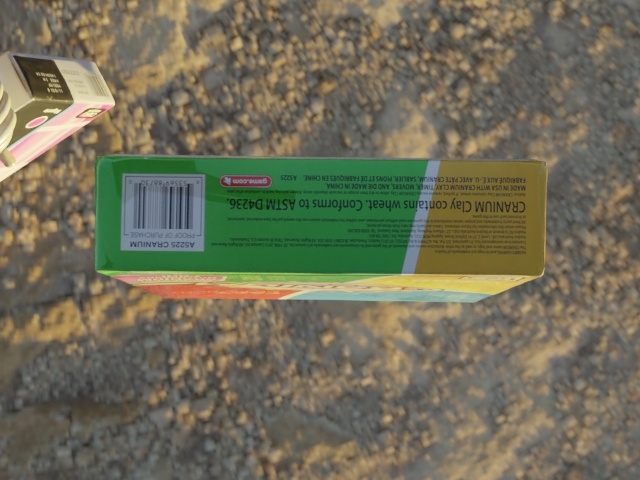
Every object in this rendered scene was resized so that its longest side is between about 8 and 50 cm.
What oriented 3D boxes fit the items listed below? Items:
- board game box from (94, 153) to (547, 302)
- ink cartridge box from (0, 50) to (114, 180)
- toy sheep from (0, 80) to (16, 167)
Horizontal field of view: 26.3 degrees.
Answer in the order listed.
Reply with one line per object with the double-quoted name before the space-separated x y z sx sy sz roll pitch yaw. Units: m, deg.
"board game box" 0.000 0.000 0.876 0.242 0.316 0.064 1 85 1
"ink cartridge box" -0.407 -0.077 1.439 0.371 0.176 0.069 -28 85 18
"toy sheep" -0.322 -0.117 1.249 0.091 0.091 0.132 -37 123 8
